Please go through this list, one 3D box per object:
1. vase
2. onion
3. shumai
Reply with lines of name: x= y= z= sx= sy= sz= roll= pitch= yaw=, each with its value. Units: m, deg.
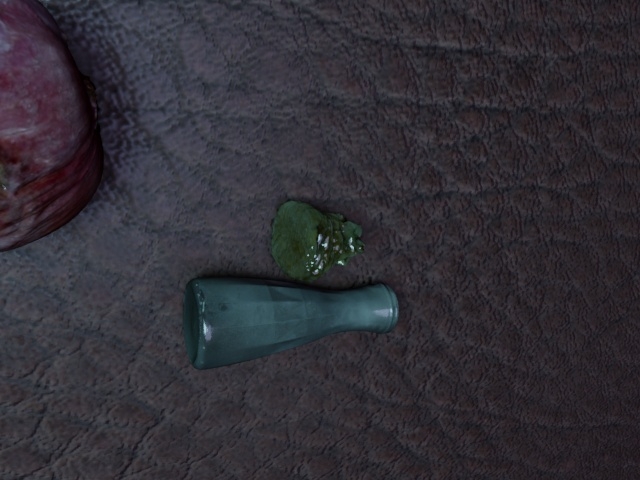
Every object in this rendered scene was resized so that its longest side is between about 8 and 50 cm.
vase: x=-0.025 y=0.076 z=0.541 sx=0.214 sy=0.086 sz=0.086 roll=-1 pitch=106 yaw=-25
onion: x=-0.291 y=-0.057 z=0.339 sx=0.284 sy=0.120 sz=0.227 roll=-7 pitch=142 yaw=-5
shumai: x=0.000 y=0.000 z=0.544 sx=0.082 sy=0.083 sz=0.081 roll=-45 pitch=152 yaw=26
